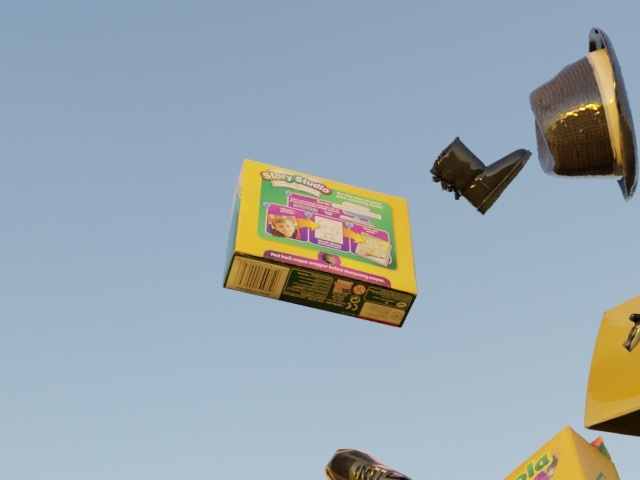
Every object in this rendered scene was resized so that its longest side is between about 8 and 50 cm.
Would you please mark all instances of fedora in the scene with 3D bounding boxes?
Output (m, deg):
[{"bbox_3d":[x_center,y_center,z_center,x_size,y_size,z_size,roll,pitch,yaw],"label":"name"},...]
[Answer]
[{"bbox_3d":[0.452,-0.211,1.659,0.152,0.334,0.334,-11,-38,11],"label":"fedora"}]

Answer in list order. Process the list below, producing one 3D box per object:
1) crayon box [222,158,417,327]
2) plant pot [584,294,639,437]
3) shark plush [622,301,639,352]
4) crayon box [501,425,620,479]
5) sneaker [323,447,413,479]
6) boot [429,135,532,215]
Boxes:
[{"bbox_3d":[0.000,0.000,1.892,0.363,0.313,0.106,14,-54,-10],"label":"crayon box"},{"bbox_3d":[0.540,0.185,1.435,0.212,0.187,0.212,12,-28,-21],"label":"plant pot"},{"bbox_3d":[0.433,0.073,1.147,0.161,0.067,0.073,-40,-20,-11],"label":"shark plush"},{"bbox_3d":[0.228,0.331,0.978,0.081,0.318,0.202,40,-72,-10],"label":"crayon box"},{"bbox_3d":[0.096,0.370,1.451,0.178,0.072,0.077,23,-20,-8],"label":"sneaker"},{"bbox_3d":[0.216,-0.103,1.280,0.099,0.121,0.045,40,-8,7],"label":"boot"}]
